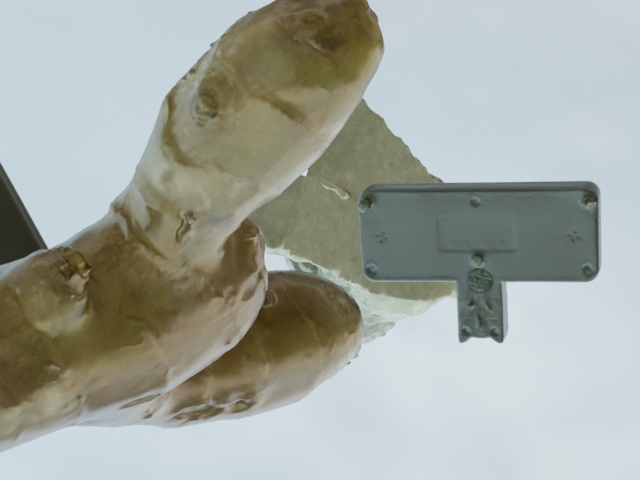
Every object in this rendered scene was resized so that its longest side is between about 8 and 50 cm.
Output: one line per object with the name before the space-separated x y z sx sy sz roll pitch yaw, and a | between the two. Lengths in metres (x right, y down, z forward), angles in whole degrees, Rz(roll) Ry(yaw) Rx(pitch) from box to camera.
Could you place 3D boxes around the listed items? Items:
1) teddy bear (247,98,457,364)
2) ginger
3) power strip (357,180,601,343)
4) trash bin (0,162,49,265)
teddy bear | 0.000 0.000 1.798 0.375 0.362 0.327 35 -109 -24
ginger | -0.118 0.053 0.819 0.348 0.363 0.122 -31 -108 -19
power strip | 0.144 0.021 1.318 0.216 0.145 0.061 -1 -166 16
trash bin | -0.324 0.047 1.297 0.164 0.122 0.240 -14 -112 -43
